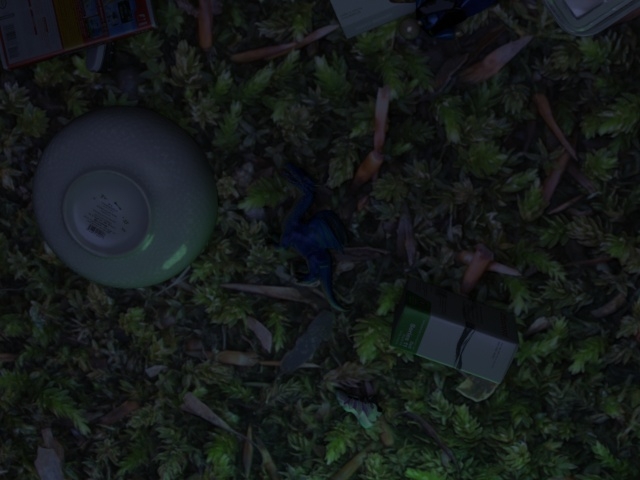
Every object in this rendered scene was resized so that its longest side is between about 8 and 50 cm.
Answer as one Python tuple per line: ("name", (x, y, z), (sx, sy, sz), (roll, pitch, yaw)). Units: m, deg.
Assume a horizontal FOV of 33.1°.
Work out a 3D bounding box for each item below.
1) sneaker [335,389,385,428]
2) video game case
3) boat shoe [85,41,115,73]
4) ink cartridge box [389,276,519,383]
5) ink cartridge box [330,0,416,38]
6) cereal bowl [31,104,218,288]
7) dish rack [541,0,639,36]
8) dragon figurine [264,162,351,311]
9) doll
("sneaker", (0.081, 0.302, 2.033), (0.069, 0.038, 0.098), (-42, 107, 14))
("video game case", (-0.434, -0.426, 1.852), (0.285, 0.025, 0.204), (-14, 87, 11))
("boat shoe", (-0.375, -0.362, 1.887), (0.040, 0.049, 0.142), (10, 99, -43))
("ink cartridge box", (0.237, 0.158, 1.911), (0.208, 0.153, 0.087), (20, 108, 2))
("ink cartridge box", (0.120, -0.494, 1.783), (0.275, 0.060, 0.239), (-20, 128, 11))
("cereal bowl", (-0.359, -0.065, 1.921), (0.339, 0.141, 0.339), (1, 106, 5))
("dish rack", (0.452, -0.495, 1.685), (0.333, 0.072, 0.285), (-32, 102, 34))
("dragon figurine", (0.000, 0.000, 1.926), (0.144, 0.085, 0.289), (-36, 98, 15))
("doll", (0.213, -0.397, 1.800), (0.189, 0.046, 0.129), (-29, 116, 20))
